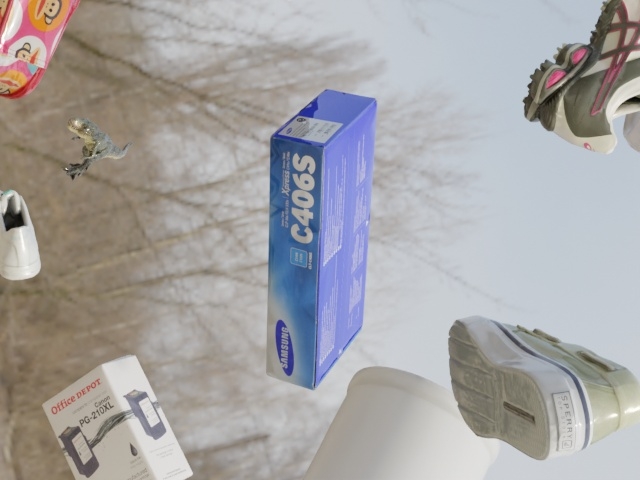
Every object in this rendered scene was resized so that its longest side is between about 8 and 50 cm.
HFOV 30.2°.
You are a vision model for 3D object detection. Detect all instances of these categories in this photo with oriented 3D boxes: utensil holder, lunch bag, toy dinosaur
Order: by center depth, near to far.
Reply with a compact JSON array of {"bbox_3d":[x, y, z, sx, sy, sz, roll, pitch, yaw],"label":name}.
[{"bbox_3d":[-0.417,-0.341,1.460,0.258,0.293,0.120,27,4,27],"label":"lunch bag"},{"bbox_3d":[0.125,0.492,2.279,0.386,0.327,0.328,-60,171,-27],"label":"utensil holder"},{"bbox_3d":[-0.458,-0.175,2.383,0.064,0.118,0.268,49,4,11],"label":"toy dinosaur"}]

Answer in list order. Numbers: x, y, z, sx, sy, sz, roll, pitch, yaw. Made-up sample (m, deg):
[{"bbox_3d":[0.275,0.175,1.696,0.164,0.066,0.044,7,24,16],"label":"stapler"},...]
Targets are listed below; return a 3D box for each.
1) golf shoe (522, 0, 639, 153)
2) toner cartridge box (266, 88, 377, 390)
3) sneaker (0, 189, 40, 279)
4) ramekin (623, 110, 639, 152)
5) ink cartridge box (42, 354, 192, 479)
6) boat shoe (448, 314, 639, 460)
[{"bbox_3d":[0.348,-0.210,1.336,0.120,0.273,0.105,39,-12,17],"label":"golf shoe"},{"bbox_3d":[0.000,0.000,1.508,0.165,0.075,0.348,-45,144,-52],"label":"toner cartridge box"},{"bbox_3d":[-0.438,-0.037,1.656,0.212,0.080,0.094,46,-40,47],"label":"sneaker"},{"bbox_3d":[0.486,-0.194,1.582,0.207,0.109,0.207,20,90,-87],"label":"ramekin"},{"bbox_3d":[-0.355,0.344,2.060,0.100,0.172,0.237,-9,68,-59],"label":"ink cartridge box"},{"bbox_3d":[0.193,0.133,1.075,0.302,0.094,0.109,-146,-128,-77],"label":"boat shoe"}]
